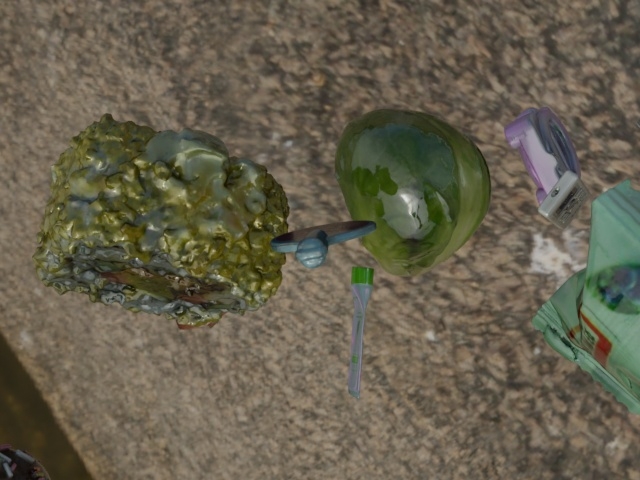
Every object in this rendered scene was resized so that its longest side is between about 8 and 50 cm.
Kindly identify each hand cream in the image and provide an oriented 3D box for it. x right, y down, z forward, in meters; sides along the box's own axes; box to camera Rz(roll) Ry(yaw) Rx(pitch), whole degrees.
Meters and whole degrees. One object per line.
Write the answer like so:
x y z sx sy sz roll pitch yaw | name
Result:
0.081 0.195 1.704 0.050 0.079 0.275 3 84 16 | hand cream

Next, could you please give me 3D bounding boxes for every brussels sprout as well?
0.191 -0.098 1.653 0.314 0.276 0.371 7 129 39 | brussels sprout

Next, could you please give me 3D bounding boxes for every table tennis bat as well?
0.000 0.000 1.090 0.153 0.244 0.040 -10 97 8 | table tennis bat

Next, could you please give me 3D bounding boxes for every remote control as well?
0.428 -0.067 1.385 0.029 0.190 0.087 40 100 23 | remote control

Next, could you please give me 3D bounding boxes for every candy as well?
0.465 0.120 1.213 0.172 0.398 0.263 -26 61 -14 | candy

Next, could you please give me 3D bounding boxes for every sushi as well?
-0.249 -0.019 1.294 0.351 0.396 0.240 -32 45 57 | sushi

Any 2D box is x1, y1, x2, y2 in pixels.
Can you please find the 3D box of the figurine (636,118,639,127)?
0.684 -0.290 1.537 0.132 0.132 0.154 7 118 26 | figurine

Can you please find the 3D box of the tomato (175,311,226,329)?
-0.231 0.025 1.635 0.170 0.309 0.309 -2 90 -6 | tomato

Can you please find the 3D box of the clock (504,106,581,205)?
0.529 -0.203 1.852 0.090 0.248 0.228 -24 98 31 | clock

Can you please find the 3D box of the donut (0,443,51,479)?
-0.485 0.355 1.057 0.269 0.269 0.103 -36 49 22 | donut
